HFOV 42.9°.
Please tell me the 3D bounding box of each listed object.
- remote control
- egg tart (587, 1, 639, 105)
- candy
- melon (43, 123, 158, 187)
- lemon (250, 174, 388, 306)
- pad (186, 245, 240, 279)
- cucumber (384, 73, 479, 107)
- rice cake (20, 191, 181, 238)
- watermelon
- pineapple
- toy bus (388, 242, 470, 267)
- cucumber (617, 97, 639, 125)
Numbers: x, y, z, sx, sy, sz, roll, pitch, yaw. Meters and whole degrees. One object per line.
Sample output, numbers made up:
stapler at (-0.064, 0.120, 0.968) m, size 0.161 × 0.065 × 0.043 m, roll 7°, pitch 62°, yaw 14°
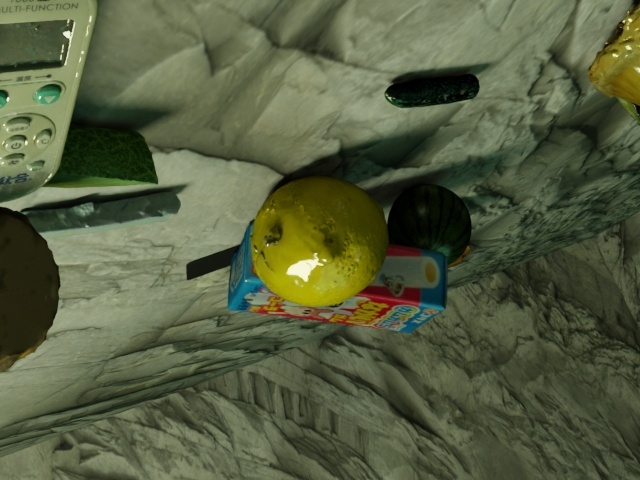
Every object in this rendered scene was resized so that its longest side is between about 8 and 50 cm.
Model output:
remote control at (-0.195, -0.097, 0.512) m, size 0.078 × 0.042 × 0.221 m, roll -14°, pitch 154°, yaw -33°
egg tart at (0.498, -0.241, 0.959) m, size 0.339 × 0.153 × 0.351 m, roll -19°, pitch 169°, yaw -28°
candy at (0.023, 0.062, 1.233) m, size 0.305 × 0.100 × 0.157 m, roll 8°, pitch 157°, yaw -14°
melon at (-0.264, -0.061, 0.650) m, size 0.261 × 0.053 × 0.114 m, roll -6°, pitch 178°, yaw -42°
lemon at (0.000, 0.000, 1.052) m, size 0.173 × 0.173 × 0.206 m, roll -28°, pitch -177°, yaw 23°
pad at (-0.140, 0.026, 1.305) m, size 0.157 × 0.003 × 0.112 m, roll -19°, pitch 168°, yaw -14°
cucumber at (0.118, -0.161, 0.887) m, size 0.133 × 0.032 × 0.032 m, roll -15°, pitch 166°, yaw -37°
rice cake at (-0.227, -0.026, 0.851) m, size 0.180 × 0.030 × 0.042 m, roll -12°, pitch 169°, yaw -41°
watermelon at (0.176, -0.030, 1.347) m, size 0.140 × 0.141 × 0.187 m, roll -26°, pitch -155°, yaw 14°
pineapple at (-0.355, 0.046, 0.669) m, size 0.310 × 0.141 × 0.170 m, roll -7°, pitch -166°, yaw 29°
toy bus at (0.193, 0.016, 1.595) m, size 0.201 × 0.114 × 0.098 m, roll -21°, pitch 169°, yaw -7°
cucumber at (0.607, -0.262, 1.248) m, size 0.300 × 0.072 × 0.072 m, roll -24°, pitch 168°, yaw 8°
